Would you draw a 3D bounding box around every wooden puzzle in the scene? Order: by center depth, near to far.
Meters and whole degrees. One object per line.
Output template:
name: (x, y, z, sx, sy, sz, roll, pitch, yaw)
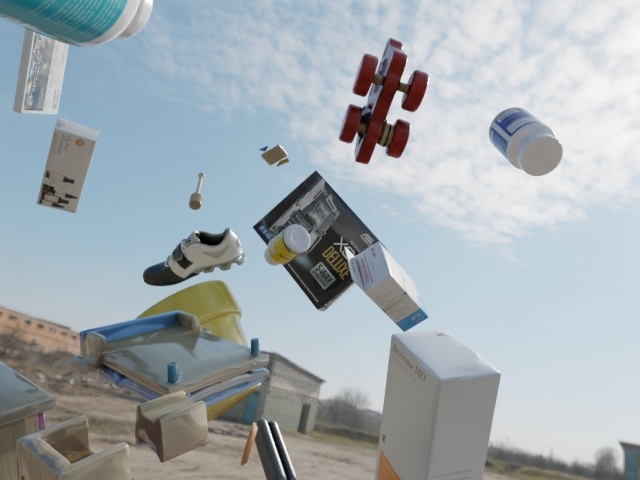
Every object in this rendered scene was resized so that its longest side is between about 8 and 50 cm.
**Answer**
wooden puzzle: (-0.154, -0.286, 1.651, 0.078, 0.014, 0.116, -28, -32, 4)

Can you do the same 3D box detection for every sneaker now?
sneaker: (-0.415, 0.038, 1.567, 0.330, 0.122, 0.146, -18, -54, -5)

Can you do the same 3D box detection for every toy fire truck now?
toy fire truck: (0.157, -0.366, 1.310, 0.169, 0.254, 0.302, 16, -62, -4)

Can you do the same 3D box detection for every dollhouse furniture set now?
dollhouse furniture set: (-0.167, 0.213, 0.508, 0.286, 0.198, 0.303, 6, 9, 40)

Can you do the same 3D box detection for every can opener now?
can opener: (-0.101, 0.540, 1.112, 0.093, 0.281, 0.074, -39, -43, 15)

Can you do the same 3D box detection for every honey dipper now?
honey dipper: (-0.310, -0.130, 1.251, 0.030, 0.161, 0.031, -4, -55, -5)

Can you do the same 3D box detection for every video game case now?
video game case: (-0.649, -0.391, 1.154, 0.022, 0.191, 0.173, 15, 12, -7)

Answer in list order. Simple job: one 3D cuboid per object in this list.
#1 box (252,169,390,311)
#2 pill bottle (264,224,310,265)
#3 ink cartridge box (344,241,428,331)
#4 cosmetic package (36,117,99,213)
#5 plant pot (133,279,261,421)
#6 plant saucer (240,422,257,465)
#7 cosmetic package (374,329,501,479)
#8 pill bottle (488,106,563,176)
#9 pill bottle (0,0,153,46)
box: (0.000, 0.000, 1.349, 0.307, 0.242, 0.076, 51, 4, 20)
pill bottle: (-0.078, 0.015, 1.090, 0.065, 0.065, 0.116, 22, -32, -25)
ink cartridge box: (0.125, 0.078, 0.933, 0.060, 0.104, 0.180, -34, -56, 16)
cosmetic package: (-0.644, -0.184, 1.258, 0.098, 0.061, 0.239, 13, -54, -29)
plant pot: (-0.256, 0.252, 1.065, 0.239, 0.253, 0.254, 56, -10, 14)
plant saucer: (-0.144, 0.415, 1.006, 0.013, 0.084, 0.083, 17, -20, 1)
cosmetic package: (0.261, 0.469, 1.172, 0.161, 0.454, 0.230, 0, 14, -19)
pill bottle: (0.643, -0.311, 1.555, 0.153, 0.265, 0.153, -1, -59, -1)
pill bottle: (-0.277, -0.281, 0.484, 0.146, 0.147, 0.264, 8, 7, 13)
